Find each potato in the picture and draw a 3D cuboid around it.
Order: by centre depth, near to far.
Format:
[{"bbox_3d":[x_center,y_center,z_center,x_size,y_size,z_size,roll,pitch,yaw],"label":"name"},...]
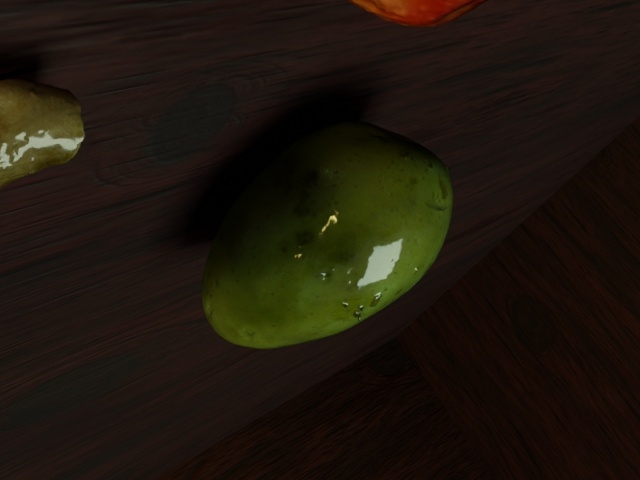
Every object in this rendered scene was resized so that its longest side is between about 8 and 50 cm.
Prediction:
[{"bbox_3d":[0.000,-0.002,0.722,0.304,0.216,0.215,-31,167,28],"label":"potato"}]

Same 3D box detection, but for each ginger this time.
[{"bbox_3d":[-0.272,-0.005,0.409,0.298,0.065,0.118,-36,151,4],"label":"ginger"}]

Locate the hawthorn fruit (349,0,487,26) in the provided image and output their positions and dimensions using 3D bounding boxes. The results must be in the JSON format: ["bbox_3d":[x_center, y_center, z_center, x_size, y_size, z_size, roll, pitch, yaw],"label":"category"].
[{"bbox_3d":[0.029,-0.188,0.306,0.173,0.179,0.173,-30,-165,9],"label":"hawthorn fruit"}]
